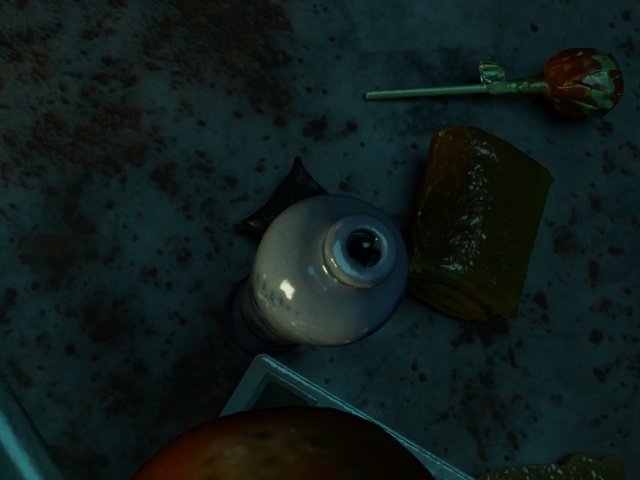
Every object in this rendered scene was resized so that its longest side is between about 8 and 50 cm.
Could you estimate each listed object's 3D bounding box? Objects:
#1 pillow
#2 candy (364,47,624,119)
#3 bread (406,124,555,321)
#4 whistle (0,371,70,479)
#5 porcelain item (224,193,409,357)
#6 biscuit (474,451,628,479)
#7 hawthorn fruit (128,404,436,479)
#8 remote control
[{"bbox_3d":[0.000,0.000,1.759,0.150,0.048,0.090,44,57,-7],"label":"pillow"},{"bbox_3d":[0.186,-0.162,1.883,0.288,0.084,0.078,-5,72,-12],"label":"candy"},{"bbox_3d":[0.152,-0.015,1.791,0.132,0.103,0.172,30,64,-29],"label":"bread"},{"bbox_3d":[-0.306,0.142,1.587,0.062,0.062,0.312,-31,88,-26],"label":"whistle"},{"bbox_3d":[-0.009,0.040,1.626,0.141,0.259,0.141,7,72,-22],"label":"porcelain item"},{"bbox_3d":[0.262,0.285,1.779,0.250,0.035,0.162,23,62,-14],"label":"biscuit"},{"bbox_3d":[-0.019,0.335,1.461,0.403,0.403,0.403,6,71,-19],"label":"hawthorn fruit"},{"bbox_3d":[0.038,0.221,1.699,0.293,0.051,0.103,32,91,-9],"label":"remote control"}]
